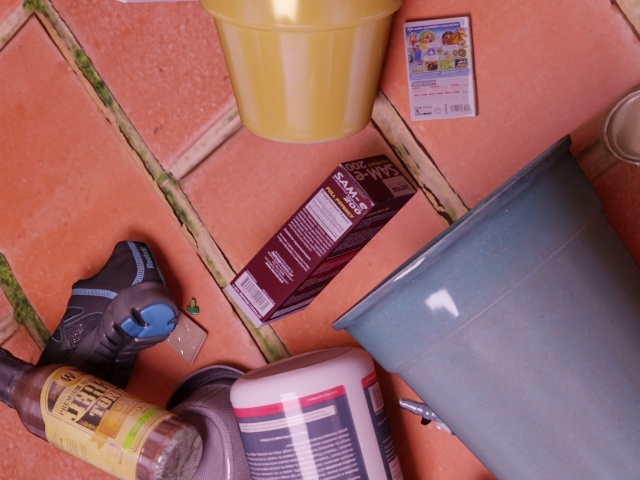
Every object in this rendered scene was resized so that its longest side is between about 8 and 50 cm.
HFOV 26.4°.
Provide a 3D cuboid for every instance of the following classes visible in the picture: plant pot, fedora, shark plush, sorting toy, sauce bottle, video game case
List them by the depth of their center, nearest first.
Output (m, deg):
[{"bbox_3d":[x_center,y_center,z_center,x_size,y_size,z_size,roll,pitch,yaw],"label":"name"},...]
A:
[{"bbox_3d":[0.245,0.117,1.523,0.341,0.341,0.334,-39,89,28],"label":"plant pot"},{"bbox_3d":[-0.022,-0.255,1.639,0.254,0.254,0.239,14,121,25],"label":"plant pot"},{"bbox_3d":[0.148,-0.211,1.676,0.087,0.011,0.122,-1,99,29],"label":"video game case"},{"bbox_3d":[0.182,0.212,1.706,0.161,0.073,0.067,3,84,23],"label":"shark plush"},{"bbox_3d":[-0.323,0.233,1.822,0.344,0.111,0.111,20,108,24],"label":"sauce bottle"},{"bbox_3d":[-0.145,0.315,1.865,0.243,0.124,0.275,12,105,26],"label":"fedora"},{"bbox_3d":[-0.184,0.125,1.915,0.062,0.012,0.083,41,119,21],"label":"sorting toy"}]

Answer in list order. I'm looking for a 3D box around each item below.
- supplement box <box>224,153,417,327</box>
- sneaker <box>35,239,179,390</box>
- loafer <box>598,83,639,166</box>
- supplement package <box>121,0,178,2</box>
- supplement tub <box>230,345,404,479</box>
[{"bbox_3d":[0.000,0.000,1.726,0.073,0.130,0.239,50,117,12],"label":"supplement box"},{"bbox_3d":[-0.323,0.137,1.954,0.341,0.125,0.140,-41,52,31],"label":"sneaker"},{"bbox_3d":[0.426,-0.146,1.491,0.268,0.092,0.102,-15,92,30],"label":"loafer"},{"bbox_3d":[-0.228,-0.414,1.696,0.198,0.262,0.199,20,109,24],"label":"supplement package"},{"bbox_3d":[0.005,0.285,1.741,0.191,0.191,0.272,-13,92,30],"label":"supplement tub"}]
